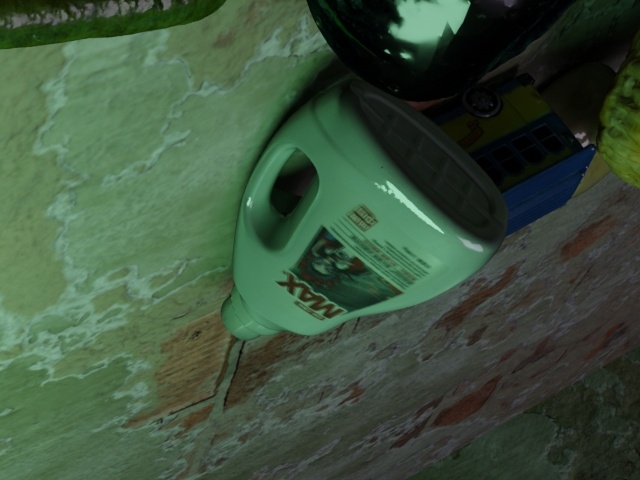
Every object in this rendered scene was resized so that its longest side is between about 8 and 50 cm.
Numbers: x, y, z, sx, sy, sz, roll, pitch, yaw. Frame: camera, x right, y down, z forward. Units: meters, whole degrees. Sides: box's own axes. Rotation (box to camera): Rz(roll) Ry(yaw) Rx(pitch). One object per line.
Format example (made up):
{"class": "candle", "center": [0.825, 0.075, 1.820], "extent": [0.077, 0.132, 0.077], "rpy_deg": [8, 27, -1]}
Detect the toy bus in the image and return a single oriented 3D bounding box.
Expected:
{"class": "toy bus", "center": [0.190, -0.081, 1.536], "extent": [0.287, 0.175, 0.138], "rpy_deg": [-27, 155, -23]}

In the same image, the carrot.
{"class": "carrot", "center": [-0.223, -0.178, 0.893], "extent": [0.358, 0.074, 0.074], "rpy_deg": [-18, 151, -36]}

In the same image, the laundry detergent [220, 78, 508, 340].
{"class": "laundry detergent", "center": [0.000, 0.000, 1.392], "extent": [0.398, 0.264, 0.125], "rpy_deg": [-37, -162, 44]}

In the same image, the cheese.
{"class": "cheese", "center": [0.366, -0.154, 1.728], "extent": [0.235, 0.117, 0.218], "rpy_deg": [-26, 154, -32]}

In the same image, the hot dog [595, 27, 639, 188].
{"class": "hot dog", "center": [0.509, -0.227, 1.551], "extent": [0.365, 0.196, 0.367], "rpy_deg": [-56, 151, -1]}

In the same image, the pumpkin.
{"class": "pumpkin", "center": [0.118, -0.274, 1.000], "extent": [0.315, 0.238, 0.315], "rpy_deg": [-35, 176, -3]}
